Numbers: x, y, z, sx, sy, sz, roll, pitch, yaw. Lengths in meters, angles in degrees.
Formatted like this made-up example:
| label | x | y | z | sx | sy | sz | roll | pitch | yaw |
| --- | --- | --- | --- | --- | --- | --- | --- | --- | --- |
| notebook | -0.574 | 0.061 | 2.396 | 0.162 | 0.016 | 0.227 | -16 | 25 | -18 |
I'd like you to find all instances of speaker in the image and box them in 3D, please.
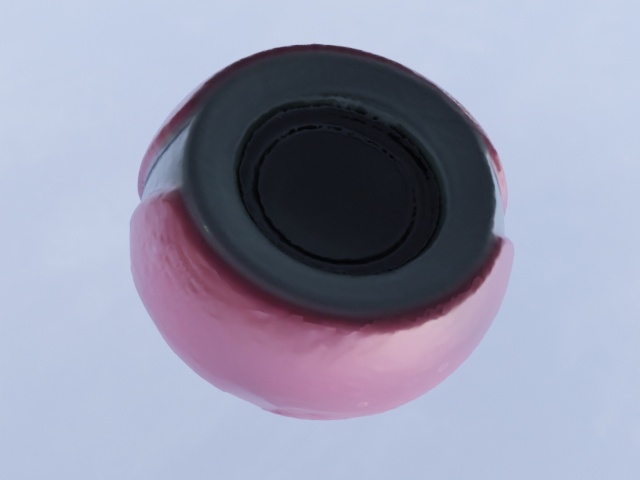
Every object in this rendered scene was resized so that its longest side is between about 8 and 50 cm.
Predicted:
| label | x | y | z | sx | sy | sz | roll | pitch | yaw |
| --- | --- | --- | --- | --- | --- | --- | --- | --- | --- |
| speaker | 0.000 | 0.000 | 0.627 | 0.294 | 0.294 | 0.294 | 2 | -126 | -3 |
